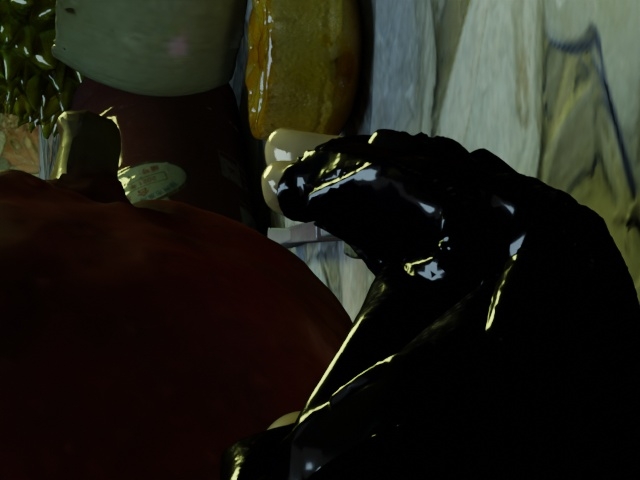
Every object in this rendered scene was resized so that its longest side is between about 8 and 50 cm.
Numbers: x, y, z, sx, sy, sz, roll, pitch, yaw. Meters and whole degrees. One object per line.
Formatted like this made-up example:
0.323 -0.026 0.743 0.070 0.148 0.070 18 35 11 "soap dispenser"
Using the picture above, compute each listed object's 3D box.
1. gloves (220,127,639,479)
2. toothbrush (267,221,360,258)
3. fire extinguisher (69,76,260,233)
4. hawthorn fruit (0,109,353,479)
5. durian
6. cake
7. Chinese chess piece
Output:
0.026 0.032 0.504 0.164 0.124 0.203 -57 7 31 "gloves"
0.000 -0.002 0.850 0.194 0.014 0.017 -175 85 -78 "toothbrush"
-0.071 0.029 0.974 0.344 0.102 0.138 -102 19 -46 "fire extinguisher"
-0.085 0.100 0.686 0.265 0.265 0.307 127 150 -70 "hawthorn fruit"
-0.147 -0.166 1.168 0.237 0.176 0.200 115 143 -75 "durian"
-0.008 -0.082 0.818 0.084 0.044 0.084 -178 90 -79 "cake"
-0.070 -0.181 0.911 0.238 0.092 0.238 -169 90 -86 "Chinese chess piece"
